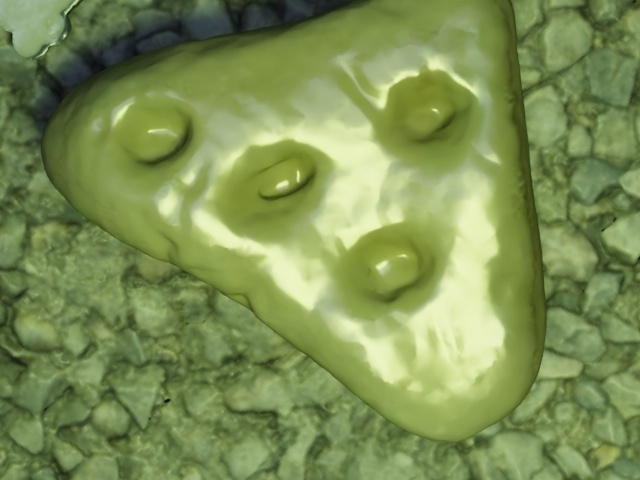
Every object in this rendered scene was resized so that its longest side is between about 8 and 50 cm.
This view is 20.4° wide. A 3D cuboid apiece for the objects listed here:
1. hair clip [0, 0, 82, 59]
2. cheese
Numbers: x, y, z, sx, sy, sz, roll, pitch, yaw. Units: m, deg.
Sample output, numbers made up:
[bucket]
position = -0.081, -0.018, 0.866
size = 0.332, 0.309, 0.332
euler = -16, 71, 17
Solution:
[hair clip]
position = -0.227, -0.255, 1.298
size = 0.140, 0.054, 0.220
euler = -39, 96, -2
[cheese]
position = 0.000, 0.000, 1.275
size = 0.351, 0.129, 0.328
euler = -16, 93, 0
